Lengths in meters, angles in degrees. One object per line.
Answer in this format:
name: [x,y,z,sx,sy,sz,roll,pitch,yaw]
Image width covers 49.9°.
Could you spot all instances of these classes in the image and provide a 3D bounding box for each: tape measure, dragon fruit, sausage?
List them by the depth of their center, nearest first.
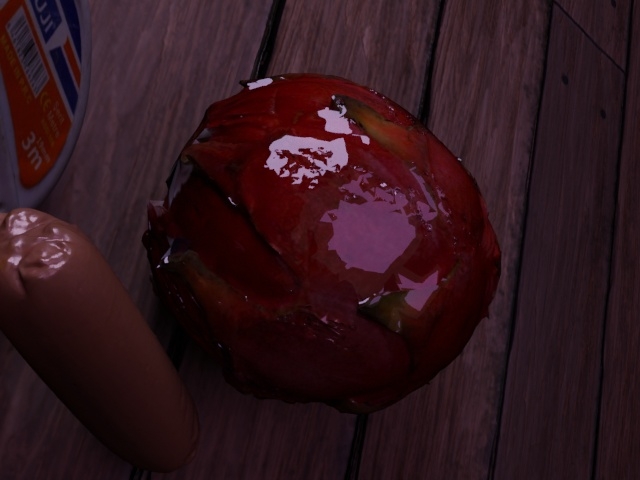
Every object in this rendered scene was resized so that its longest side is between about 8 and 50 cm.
tape measure: [-0.258,-0.114,0.458,0.130,0.258,0.265,10,56,6]
sausage: [-0.162,0.091,0.521,0.086,0.086,0.289,-53,148,-32]
dragon fruit: [0.000,0.000,0.620,0.301,0.295,0.296,24,67,-13]
